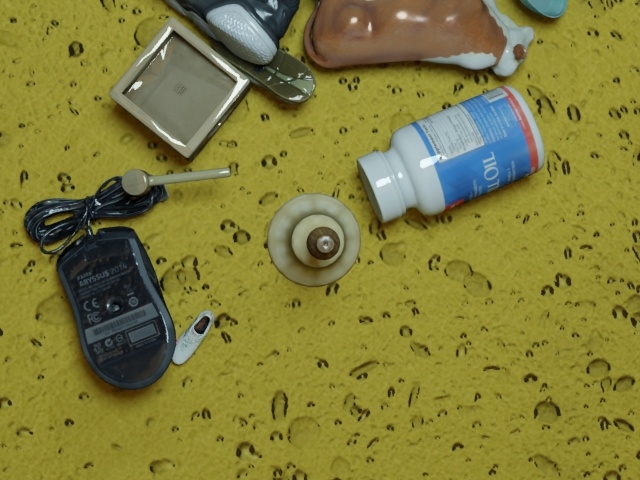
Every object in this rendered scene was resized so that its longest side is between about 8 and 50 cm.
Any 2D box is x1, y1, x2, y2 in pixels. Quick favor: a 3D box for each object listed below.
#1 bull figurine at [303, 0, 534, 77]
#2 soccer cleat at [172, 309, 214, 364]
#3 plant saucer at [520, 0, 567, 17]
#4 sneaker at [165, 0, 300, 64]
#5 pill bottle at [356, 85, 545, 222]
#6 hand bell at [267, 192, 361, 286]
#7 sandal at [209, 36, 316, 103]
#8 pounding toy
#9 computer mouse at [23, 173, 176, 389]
[{"bbox_3d":[0.131,-0.302,1.360,0.310,0.101,0.188,-4,87,-6],"label":"bull figurine"},{"bbox_3d":[-0.168,0.127,1.377,0.029,0.035,0.083,38,88,-4],"label":"soccer cleat"},{"bbox_3d":[0.281,-0.345,1.381,0.119,0.021,0.119,17,63,-37],"label":"plant saucer"},{"bbox_3d":[-0.126,-0.351,1.330,0.268,0.101,0.153,39,83,11],"label":"sneaker"},{"bbox_3d":[0.165,-0.105,1.353,0.221,0.124,0.124,-23,93,-2],"label":"pill bottle"},{"bbox_3d":[0.000,0.000,1.284,0.126,0.242,0.126,0,90,-4],"label":"hand bell"},{"bbox_3d":[-0.077,-0.237,1.366,0.180,0.049,0.072,42,84,14],"label":"sandal"},{"bbox_3d":[-0.181,-0.142,1.342,0.181,0.094,0.206,39,88,-3],"label":"pounding toy"},{"bbox_3d":[-0.260,0.061,1.359,0.188,0.072,0.272,-17,80,-1],"label":"computer mouse"}]
